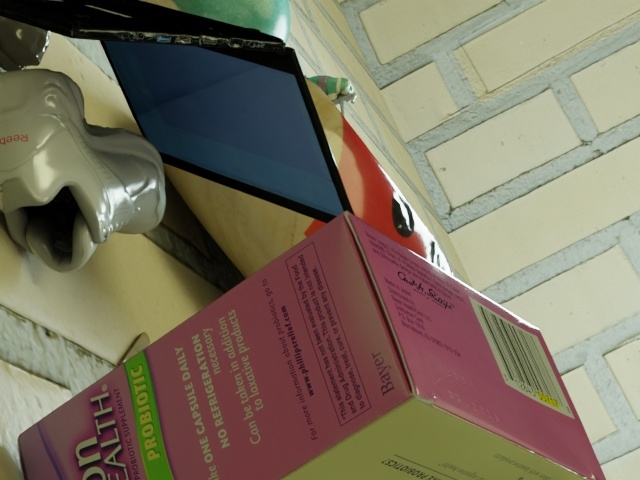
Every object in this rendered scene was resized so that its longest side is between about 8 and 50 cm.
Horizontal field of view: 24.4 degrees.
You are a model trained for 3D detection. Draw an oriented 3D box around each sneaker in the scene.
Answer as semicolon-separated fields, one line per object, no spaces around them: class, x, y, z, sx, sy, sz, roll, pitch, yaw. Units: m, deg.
sneaker;-0.171;-0.027;1.012;0.232;0.090;0.115;38;43;-66

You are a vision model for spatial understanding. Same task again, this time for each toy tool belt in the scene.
toy tool belt;-0.243;-0.157;1.085;0.083;0.051;0.052;45;46;-32

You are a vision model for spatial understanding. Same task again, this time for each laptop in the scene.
laptop;-0.134;-0.094;0.997;0.264;0.136;0.234;-4;18;-46

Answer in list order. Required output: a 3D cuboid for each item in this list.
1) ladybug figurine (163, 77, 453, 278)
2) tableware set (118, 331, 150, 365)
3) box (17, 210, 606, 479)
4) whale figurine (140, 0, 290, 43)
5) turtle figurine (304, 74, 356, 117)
ladybug figurine;0.003;-0.010;1.442;0.305;0.162;0.449;53;1;43
tableware set;-0.096;0.136;1.029;0.128;0.039;0.194;60;10;-8
box;-0.003;0.125;0.831;0.213;0.243;0.117;29;32;-48
whale figurine;-0.135;-0.292;1.682;0.272;0.141;0.216;46;19;-43
turtle figurine;-0.042;-0.142;1.759;0.118;0.175;0.234;45;1;3
